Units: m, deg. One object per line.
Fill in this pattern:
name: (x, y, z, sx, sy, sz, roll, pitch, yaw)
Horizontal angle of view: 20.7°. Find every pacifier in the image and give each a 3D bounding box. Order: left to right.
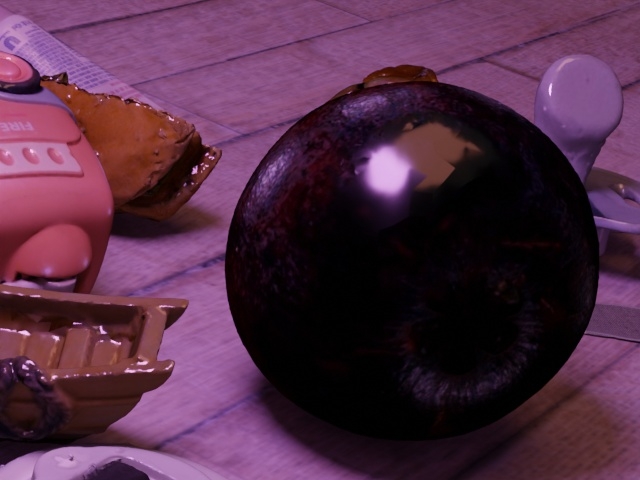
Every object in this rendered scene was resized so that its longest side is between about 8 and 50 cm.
pacifier: (0.240, -0.094, 1.809, 0.279, 0.207, 0.227, 5, 24, -16)

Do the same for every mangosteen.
mangosteen: (0.062, 0.009, 1.394, 0.300, 0.300, 0.300, 10, 23, -4)

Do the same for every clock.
clock: (-0.130, 0.191, 1.183, 0.236, 0.053, 0.236, 10, 25, -5)

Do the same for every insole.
insole: (0.256, 0.076, 1.689, 0.232, 0.003, 0.080, 5, 24, -16)

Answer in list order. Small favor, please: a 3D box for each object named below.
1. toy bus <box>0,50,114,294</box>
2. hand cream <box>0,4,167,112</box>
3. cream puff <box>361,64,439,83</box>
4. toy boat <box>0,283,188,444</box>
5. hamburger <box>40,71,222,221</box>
toy bus: (-0.304, -0.016, 1.423, 0.287, 0.194, 0.232, -8, 43, -40)
hand cream: (-0.284, -0.175, 1.923, 0.248, 0.083, 0.133, 32, 29, 16)
cream puff: (0.096, -0.150, 2.025, 0.122, 0.094, 0.116, -13, 22, 0)
toy boat: (-0.320, 0.049, 1.246, 0.445, 0.162, 0.136, 9, 41, -2)
hamburger: (-0.239, -0.091, 1.673, 0.262, 0.131, 0.124, 18, -11, 27)
